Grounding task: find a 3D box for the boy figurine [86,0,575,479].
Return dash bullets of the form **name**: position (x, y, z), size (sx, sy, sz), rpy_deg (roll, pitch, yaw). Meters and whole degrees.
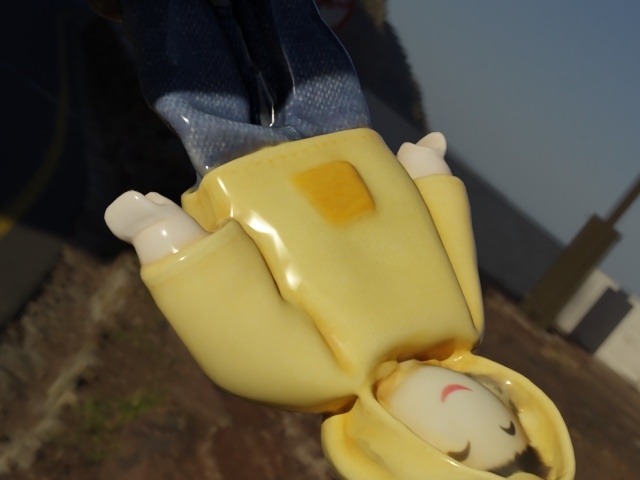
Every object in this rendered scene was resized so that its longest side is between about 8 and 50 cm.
- **boy figurine**: position (0.000, 0.000, 0.592), size (0.177, 0.092, 0.285), rpy_deg (-6, 64, -43)
